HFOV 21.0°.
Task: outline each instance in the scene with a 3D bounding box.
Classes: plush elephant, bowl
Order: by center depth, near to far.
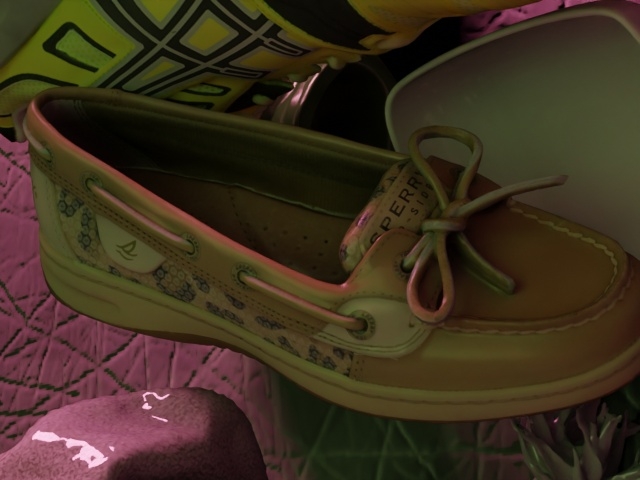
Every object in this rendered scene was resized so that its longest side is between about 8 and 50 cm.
[{"bbox_3d":[-0.008,0.197,0.695,0.272,0.255,0.330,32,105,42],"label":"plush elephant"},{"bbox_3d":[0.111,-0.032,0.735,0.142,0.053,0.142,-17,107,42],"label":"bowl"}]

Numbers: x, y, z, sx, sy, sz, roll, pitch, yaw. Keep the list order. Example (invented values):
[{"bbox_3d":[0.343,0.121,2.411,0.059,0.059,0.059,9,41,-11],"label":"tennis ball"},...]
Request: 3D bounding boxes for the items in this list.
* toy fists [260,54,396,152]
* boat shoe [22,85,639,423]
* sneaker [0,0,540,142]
[{"bbox_3d":[-0.038,-0.117,0.893,0.142,0.096,0.279,-2,82,44],"label":"toy fists"},{"bbox_3d":[0.000,0.000,0.710,0.285,0.104,0.089,9,131,22],"label":"boat shoe"},{"bbox_3d":[-0.025,-0.122,0.764,0.384,0.145,0.147,3,128,35],"label":"sneaker"}]
